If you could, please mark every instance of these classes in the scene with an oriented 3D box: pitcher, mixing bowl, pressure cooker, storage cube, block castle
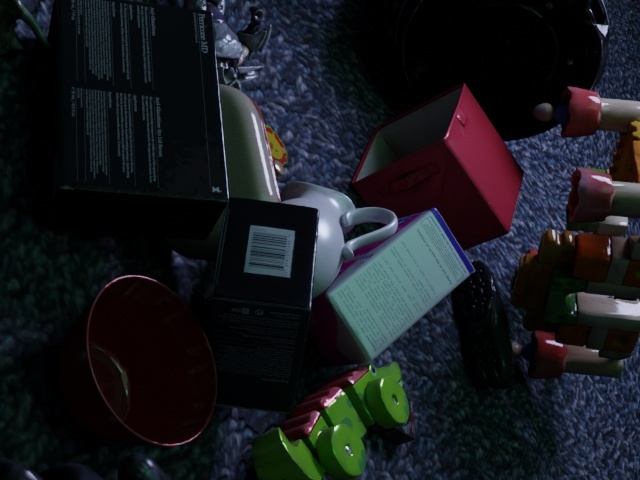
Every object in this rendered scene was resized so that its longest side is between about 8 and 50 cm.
[{"bbox_3d":[0.000,0.000,1.509,0.207,0.178,0.125,-59,147,-62],"label":"pitcher"},{"bbox_3d":[-0.202,0.137,1.197,0.181,0.098,0.181,34,42,-38],"label":"mixing bowl"},{"bbox_3d":[0.321,-0.414,2.091,0.375,0.370,0.420,50,27,-24],"label":"pressure cooker"},{"bbox_3d":[0.194,-0.102,1.870,0.193,0.184,0.215,53,33,-19],"label":"storage cube"},{"bbox_3d":[0.429,0.002,1.954,0.303,0.213,0.453,-83,178,-47],"label":"block castle"}]

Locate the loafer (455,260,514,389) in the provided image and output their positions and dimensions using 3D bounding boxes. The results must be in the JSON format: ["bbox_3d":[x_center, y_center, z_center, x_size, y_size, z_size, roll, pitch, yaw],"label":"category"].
[{"bbox_3d":[0.274,0.142,1.931,0.078,0.076,0.223,41,36,-55],"label":"loafer"}]

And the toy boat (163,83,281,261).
[{"bbox_3d":[-0.128,-0.077,1.452,0.151,0.151,0.231,67,10,-70],"label":"toy boat"}]

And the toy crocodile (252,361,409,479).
[{"bbox_3d":[0.014,0.224,1.439,0.105,0.115,0.340,62,32,-5],"label":"toy crocodile"}]

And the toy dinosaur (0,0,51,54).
[{"bbox_3d":[-0.359,-0.345,1.206,0.160,0.313,0.121,0,50,-15],"label":"toy dinosaur"}]

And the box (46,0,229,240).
[{"bbox_3d":[-0.211,-0.140,1.311,0.184,0.103,0.261,3,61,-18],"label":"box"}]

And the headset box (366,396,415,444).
[{"bbox_3d":[0.100,0.245,1.632,0.083,0.032,0.062,34,43,-41],"label":"headset box"}]

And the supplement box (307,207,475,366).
[{"bbox_3d":[0.083,0.064,1.578,0.220,0.111,0.114,-39,102,-30],"label":"supplement box"}]

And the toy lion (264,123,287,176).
[{"bbox_3d":[-0.084,-0.133,1.633,0.100,0.034,0.096,42,31,-32],"label":"toy lion"}]

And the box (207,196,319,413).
[{"bbox_3d":[-0.068,0.077,1.324,0.108,0.207,0.153,7,47,-3],"label":"box"}]

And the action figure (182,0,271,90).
[{"bbox_3d":[-0.156,-0.321,1.594,0.185,0.099,0.285,0,72,-61],"label":"action figure"}]

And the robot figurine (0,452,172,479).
[{"bbox_3d":[-0.210,0.306,1.004,0.278,0.209,0.173,50,13,-22],"label":"robot figurine"}]
